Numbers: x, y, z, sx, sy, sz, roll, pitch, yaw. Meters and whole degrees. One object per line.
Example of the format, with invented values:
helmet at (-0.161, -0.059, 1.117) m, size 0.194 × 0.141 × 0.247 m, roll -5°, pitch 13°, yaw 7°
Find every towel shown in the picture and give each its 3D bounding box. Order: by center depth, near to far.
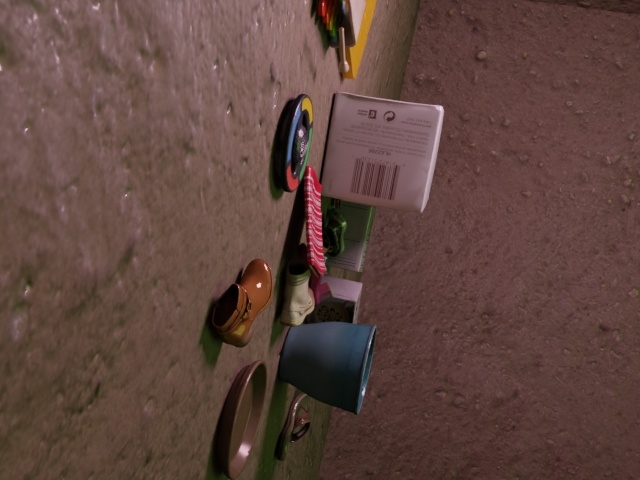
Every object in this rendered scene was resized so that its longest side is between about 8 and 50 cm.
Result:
towel at (-0.016, -0.049, 1.822) m, size 0.199 × 0.031 × 0.274 m, roll 58°, pitch 28°, yaw -75°

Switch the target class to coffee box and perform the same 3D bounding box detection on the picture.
coffee box at (0.039, 0.279, 2.309) m, size 0.119 × 0.168 × 0.297 m, roll -64°, pitch 163°, yaw -56°

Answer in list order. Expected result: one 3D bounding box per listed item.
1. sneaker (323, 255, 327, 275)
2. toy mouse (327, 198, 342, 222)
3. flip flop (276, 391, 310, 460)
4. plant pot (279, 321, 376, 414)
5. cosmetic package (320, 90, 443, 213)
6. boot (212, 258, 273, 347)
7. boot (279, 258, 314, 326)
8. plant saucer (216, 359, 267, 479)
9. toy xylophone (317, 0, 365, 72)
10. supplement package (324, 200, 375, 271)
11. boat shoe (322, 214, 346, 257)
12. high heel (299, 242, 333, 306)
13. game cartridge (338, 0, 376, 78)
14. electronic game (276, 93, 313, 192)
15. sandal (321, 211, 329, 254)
sneaker at (-0.016, 0.105, 2.058) m, size 0.065 × 0.076 × 0.166 m, roll -66°, pitch 164°, yaw -50°
toy mouse at (0.049, -0.104, 2.320) m, size 0.143 × 0.031 × 0.161 m, roll 73°, pitch 25°, yaw -56°
flip flop at (-0.079, 0.641, 2.291) m, size 0.277 × 0.080 × 0.112 m, roll -65°, pitch 163°, yaw -55°
plant pot at (0.019, 0.363, 2.023) m, size 0.271 × 0.255 × 0.271 m, roll 12°, pitch 90°, yaw -81°
cosmetic package at (0.210, -0.292, 2.164) m, size 0.394 × 0.330 × 0.327 m, roll -41°, pitch 141°, yaw -76°
boot at (-0.151, 0.106, 1.303) m, size 0.152 × 0.073 × 0.197 m, roll 68°, pitch 31°, yaw -65°
boot at (-0.058, 0.127, 1.857) m, size 0.213 × 0.077 × 0.165 m, roll -53°, pitch 150°, yaw -68°
plant saucer at (-0.182, 0.413, 1.556) m, size 0.278 × 0.041 × 0.277 m, roll 11°, pitch 90°, yaw -80°
toy xylophone at (0.048, -0.569, 1.641) m, size 0.322 × 0.081 × 0.236 m, roll 75°, pitch 28°, yaw -69°
supplement package at (0.106, -0.015, 2.445) m, size 0.134 × 0.139 × 0.244 m, roll 12°, pitch 91°, yaw -80°
boat shoe at (0.036, -0.001, 2.279) m, size 0.070 × 0.078 × 0.219 m, roll -46°, pitch 159°, yaw -28°
high heel at (-0.049, 0.110, 1.984) m, size 0.244 × 0.117 × 0.082 m, roll 66°, pitch 1°, yaw -46°
game cartridge at (0.109, -0.680, 1.992) m, size 0.285 × 0.053 × 0.323 m, roll 68°, pitch 37°, yaw -73°
electronic game at (-0.054, -0.224, 1.544) m, size 0.229 × 0.048 × 0.229 m, roll 11°, pitch 90°, yaw -81°
sandal at (0.000, 0.000, 2.077) m, size 0.090 × 0.060 × 0.219 m, roll -66°, pitch 164°, yaw -53°
